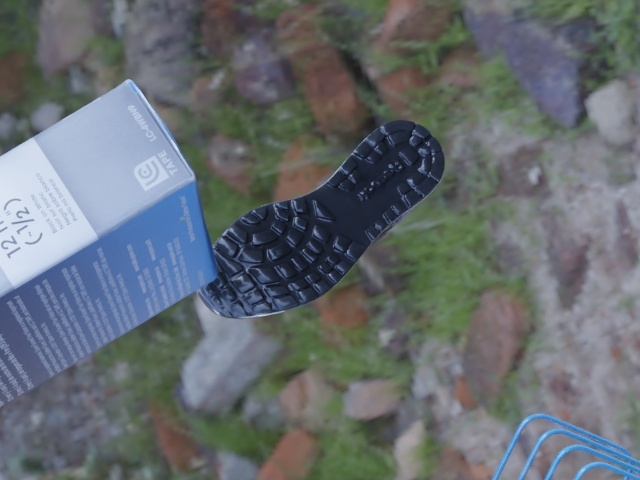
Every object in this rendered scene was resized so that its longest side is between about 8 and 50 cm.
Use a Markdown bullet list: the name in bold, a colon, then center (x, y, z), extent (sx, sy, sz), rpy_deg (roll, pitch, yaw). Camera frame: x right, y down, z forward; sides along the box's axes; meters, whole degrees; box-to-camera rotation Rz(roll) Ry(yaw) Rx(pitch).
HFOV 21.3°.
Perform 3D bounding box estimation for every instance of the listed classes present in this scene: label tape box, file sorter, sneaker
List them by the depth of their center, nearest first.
- **file sorter**: center (0.210, 0.215, 1.300), extent (0.104, 0.118, 0.170), rpy_deg (-64, 18, 4)
- **label tape box**: center (-0.264, 0.040, 1.409), extent (0.115, 0.348, 0.249), rpy_deg (57, 170, 17)
- **sneaker**: center (0.000, 0.000, 1.691), extent (0.107, 0.283, 0.124), rpy_deg (54, 160, 8)
